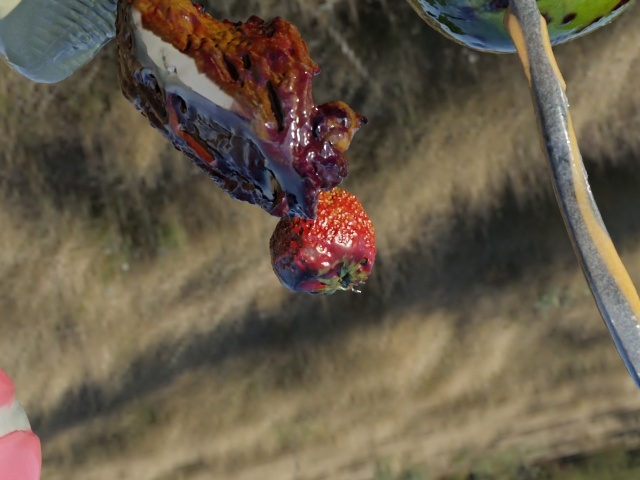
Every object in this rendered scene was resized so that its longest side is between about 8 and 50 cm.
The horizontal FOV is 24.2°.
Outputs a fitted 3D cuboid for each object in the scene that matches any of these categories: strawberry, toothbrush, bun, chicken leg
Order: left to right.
[{"bbox_3d":[-0.251,-0.269,1.492,0.229,0.145,0.229,-27,161,-10],"label":"bun"},{"bbox_3d":[-0.106,-0.175,1.236,0.158,0.407,0.096,-37,153,18],"label":"chicken leg"},{"bbox_3d":[0.000,0.000,1.373,0.106,0.106,0.106,-13,170,-2],"label":"strawberry"},{"bbox_3d":[0.104,-0.077,0.714,0.031,0.321,0.023,-24,172,18],"label":"toothbrush"}]

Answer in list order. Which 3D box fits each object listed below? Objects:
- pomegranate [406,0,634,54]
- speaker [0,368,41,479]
[{"bbox_3d":[0.179,-0.244,1.129,0.306,0.242,0.242,31,-158,38],"label":"pomegranate"},{"bbox_3d":[-0.483,0.250,1.783,0.294,0.294,0.294,-13,170,-2],"label":"speaker"}]
